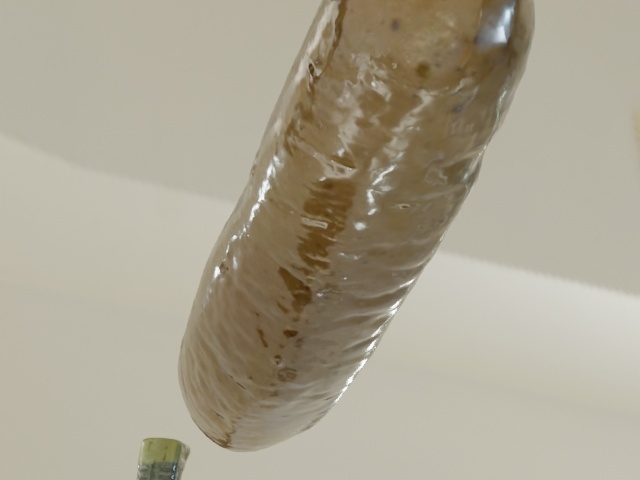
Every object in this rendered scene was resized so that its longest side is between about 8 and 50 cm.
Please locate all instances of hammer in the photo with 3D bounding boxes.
[{"bbox_3d":[-0.148,0.287,1.551,0.041,0.159,0.226,2,-107,5],"label":"hammer"}]

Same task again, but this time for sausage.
[{"bbox_3d":[0.000,0.003,1.069,0.123,0.501,0.136,13,-129,-10],"label":"sausage"}]
